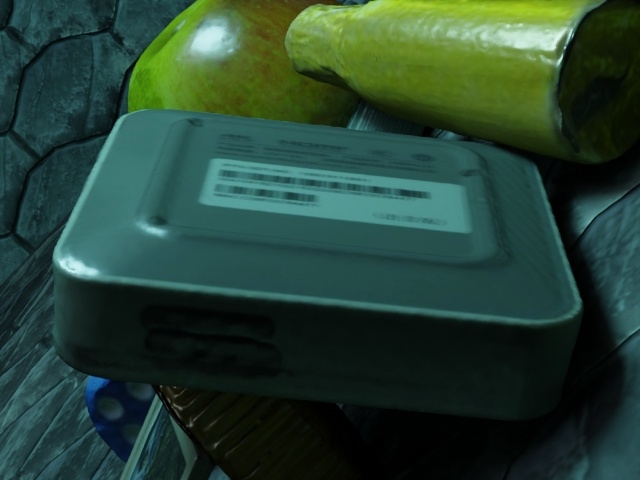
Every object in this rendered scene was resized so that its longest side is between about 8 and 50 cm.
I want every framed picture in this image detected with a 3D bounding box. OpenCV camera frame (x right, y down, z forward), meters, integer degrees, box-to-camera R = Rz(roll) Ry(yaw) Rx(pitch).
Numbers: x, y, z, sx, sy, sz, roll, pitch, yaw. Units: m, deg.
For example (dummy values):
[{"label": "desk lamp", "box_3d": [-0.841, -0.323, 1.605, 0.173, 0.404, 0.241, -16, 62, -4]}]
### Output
[{"label": "framed picture", "box_3d": [-0.180, 0.297, 1.278, 0.324, 0.020, 0.240, -66, 16, 7]}]

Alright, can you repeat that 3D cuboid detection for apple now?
[{"label": "apple", "box_3d": [-0.070, -0.165, 1.776, 0.339, 0.339, 0.339, -40, 17, 15]}]

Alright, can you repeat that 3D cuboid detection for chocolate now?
[{"label": "chocolate", "box_3d": [0.135, -0.187, 1.430, 0.445, 0.162, 0.162, 18, 63, 49]}]

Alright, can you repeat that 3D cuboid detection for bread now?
[{"label": "bread", "box_3d": [-0.046, 0.145, 1.215, 0.104, 0.199, 0.199, -43, 17, 2]}]

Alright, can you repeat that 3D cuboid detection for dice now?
[{"label": "dice", "box_3d": [-0.156, 0.157, 1.544, 0.146, 0.143, 0.146, -35, 16, 32]}]

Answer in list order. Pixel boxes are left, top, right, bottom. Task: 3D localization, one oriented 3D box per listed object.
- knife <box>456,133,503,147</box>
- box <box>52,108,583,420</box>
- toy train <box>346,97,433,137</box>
[{"label": "knife", "box_3d": [0.181, -0.115, 1.534, 0.123, 0.053, 0.278, -26, 17, 19]}, {"label": "box", "box_3d": [-0.001, -0.001, 1.197, 0.396, 0.396, 0.111, -88, 5, -66]}, {"label": "toy train", "box_3d": [0.109, -0.197, 1.600, 0.409, 0.086, 0.089, -65, -12, 1]}]
